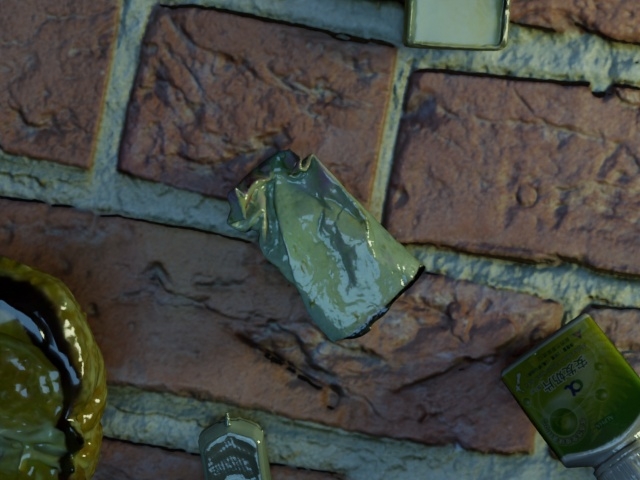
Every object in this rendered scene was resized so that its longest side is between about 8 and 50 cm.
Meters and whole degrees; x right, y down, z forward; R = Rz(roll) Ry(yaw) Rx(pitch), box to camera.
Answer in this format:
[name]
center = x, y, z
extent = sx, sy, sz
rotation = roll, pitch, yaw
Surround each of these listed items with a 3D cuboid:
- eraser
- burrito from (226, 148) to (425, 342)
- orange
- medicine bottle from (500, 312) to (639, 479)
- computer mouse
[eraser]
center = 0.157, -0.305, 1.063
extent = 0.117, 0.058, 0.172
rotation = 2, 98, -1
[burrito]
center = 0.000, 0.000, 1.095
extent = 0.144, 0.089, 0.229
rotation = -43, 97, -9
[orange]
center = -0.375, 0.189, 1.055
extent = 0.271, 0.210, 0.369
rotation = 5, 100, 1
[medicine bottle]
center = 0.317, 0.198, 1.083
extent = 0.132, 0.088, 0.188
rotation = -36, 66, 4
[computer mouse]
center = -0.103, 0.295, 1.149
extent = 0.089, 0.056, 0.182
rotation = -8, 96, -3
